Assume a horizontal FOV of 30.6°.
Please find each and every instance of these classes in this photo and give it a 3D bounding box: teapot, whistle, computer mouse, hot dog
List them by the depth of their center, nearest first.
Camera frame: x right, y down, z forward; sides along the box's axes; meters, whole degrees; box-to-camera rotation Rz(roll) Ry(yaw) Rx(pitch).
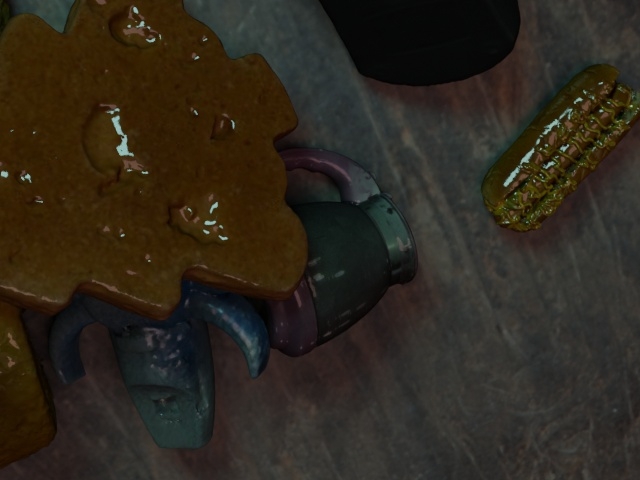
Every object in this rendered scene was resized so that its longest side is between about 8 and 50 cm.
[{"bbox_3d":[0.051,-0.222,0.842,0.138,0.086,0.269,-8,144,25],"label":"computer mouse"},{"bbox_3d":[-0.134,0.047,0.907,0.180,0.093,0.269,-5,111,18],"label":"whistle"},{"bbox_3d":[0.000,0.007,0.946,0.146,0.148,0.116,-22,152,-22],"label":"teapot"},{"bbox_3d":[0.203,-0.076,0.996,0.071,0.045,0.165,40,94,-28],"label":"hot dog"}]

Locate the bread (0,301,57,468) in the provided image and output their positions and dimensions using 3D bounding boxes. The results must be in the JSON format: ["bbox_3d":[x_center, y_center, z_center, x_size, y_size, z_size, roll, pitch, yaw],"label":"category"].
[{"bbox_3d":[-0.270,0.087,0.867,0.143,0.139,0.229,-22,117,-17],"label":"bread"}]

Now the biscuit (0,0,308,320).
[{"bbox_3d":[-0.154,-0.055,0.805,0.306,0.043,0.284,-24,87,-30],"label":"biscuit"}]

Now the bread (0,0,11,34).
[{"bbox_3d":[-0.293,-0.138,0.808,0.149,0.065,0.187,6,110,-14],"label":"bread"}]
